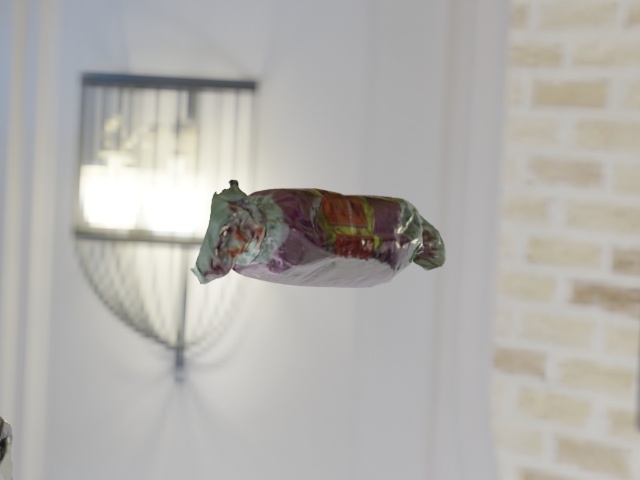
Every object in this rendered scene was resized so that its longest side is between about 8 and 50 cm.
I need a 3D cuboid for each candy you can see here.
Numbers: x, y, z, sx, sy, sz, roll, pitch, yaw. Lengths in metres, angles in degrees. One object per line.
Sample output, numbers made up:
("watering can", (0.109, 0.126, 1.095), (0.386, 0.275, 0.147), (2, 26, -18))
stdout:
("candy", (0.000, 0.000, 0.764), (0.043, 0.045, 0.175), (-16, 168, 39))

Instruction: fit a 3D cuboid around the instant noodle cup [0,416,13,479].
("instant noodle cup", (-0.217, 0.171, 0.745), (0.125, 0.208, 0.177), (10, 149, 1))
